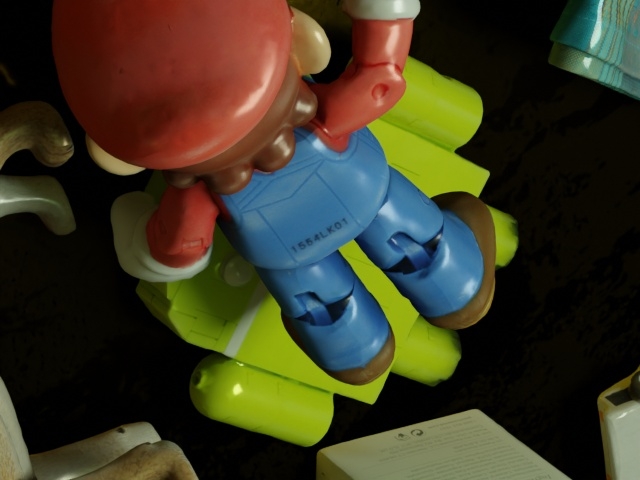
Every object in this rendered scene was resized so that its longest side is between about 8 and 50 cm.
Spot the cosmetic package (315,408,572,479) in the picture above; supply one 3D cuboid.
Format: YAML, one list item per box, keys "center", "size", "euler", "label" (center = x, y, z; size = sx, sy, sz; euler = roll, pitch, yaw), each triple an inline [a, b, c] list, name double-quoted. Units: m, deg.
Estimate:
- center: [0.104, 0.264, 1.219]
  size: [0.138, 0.224, 0.224]
  euler: [-12, 116, -30]
  label: "cosmetic package"

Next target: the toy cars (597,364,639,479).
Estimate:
- center: [0.331, 0.029, 1.362]
  size: [0.176, 0.087, 0.394]
  euler: [34, 93, -31]
  label: "toy cars"

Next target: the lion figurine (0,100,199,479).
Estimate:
- center: [-0.210, 0.096, 1.012]
  size: [0.240, 0.142, 0.392]
  euler: [-24, 108, -14]
  label: "lion figurine"

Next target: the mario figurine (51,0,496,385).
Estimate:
- center: [-0.026, -0.069, 0.976]
  size: [0.198, 0.170, 0.320]
  euler: [-55, 139, -15]
  label: "mario figurine"

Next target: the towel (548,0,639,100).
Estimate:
- center: [0.285, -0.247, 1.175]
  size: [0.271, 0.040, 0.370]
  euler: [12, 107, -56]
  label: "towel"

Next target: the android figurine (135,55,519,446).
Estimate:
- center: [0.000, 0.000, 1.143]
  size: [0.273, 0.056, 0.248]
  euler: [24, 96, -40]
  label: "android figurine"
